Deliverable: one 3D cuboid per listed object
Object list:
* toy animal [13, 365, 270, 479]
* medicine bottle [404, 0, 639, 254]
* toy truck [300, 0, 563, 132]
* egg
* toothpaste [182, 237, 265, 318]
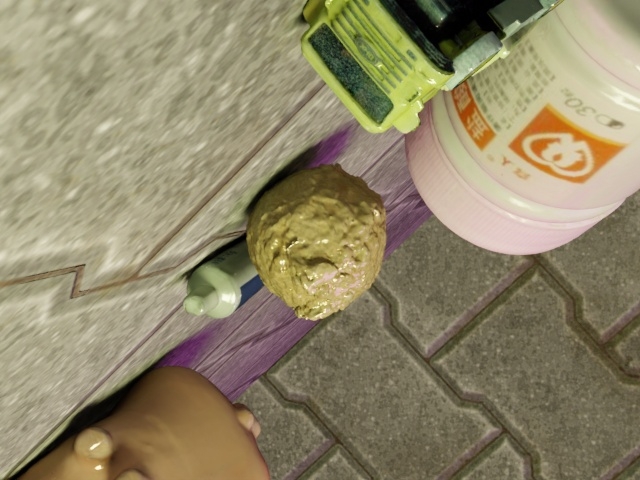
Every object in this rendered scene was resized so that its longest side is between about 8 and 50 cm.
[{"bbox_3d":[-0.200,0.277,1.185,0.326,0.237,0.269,-36,163,-14],"label":"toy animal"},{"bbox_3d":[0.203,-0.131,0.889,0.202,0.202,0.316,-40,173,-26],"label":"medicine bottle"},{"bbox_3d":[0.068,-0.127,0.623,0.191,0.085,0.116,-40,179,-41],"label":"toy truck"},{"bbox_3d":[0.000,0.000,0.907,0.116,0.118,0.140,-27,171,21],"label":"egg"},{"bbox_3d":[-0.052,0.013,1.029,0.069,0.047,0.268,-60,170,28],"label":"toothpaste"}]
